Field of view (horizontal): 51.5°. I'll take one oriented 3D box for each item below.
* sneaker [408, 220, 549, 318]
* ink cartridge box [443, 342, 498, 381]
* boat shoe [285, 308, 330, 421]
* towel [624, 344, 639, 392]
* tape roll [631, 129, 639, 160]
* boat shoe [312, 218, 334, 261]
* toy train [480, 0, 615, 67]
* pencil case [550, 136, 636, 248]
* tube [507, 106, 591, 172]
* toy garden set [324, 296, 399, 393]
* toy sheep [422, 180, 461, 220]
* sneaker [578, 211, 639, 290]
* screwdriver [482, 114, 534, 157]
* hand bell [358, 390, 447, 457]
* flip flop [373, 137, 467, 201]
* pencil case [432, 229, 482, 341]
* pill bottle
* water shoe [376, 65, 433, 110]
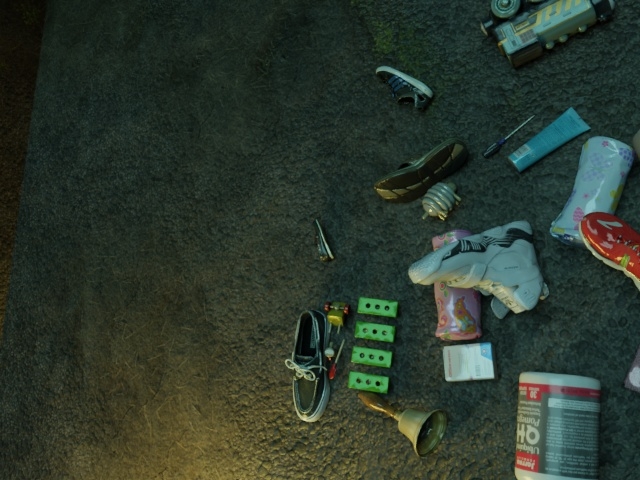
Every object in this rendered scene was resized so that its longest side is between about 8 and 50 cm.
[{"bbox_3d":[0.392,0.091,1.579,0.137,0.366,0.210,-38,71,61],"label":"sneaker"},{"bbox_3d":[0.376,0.307,1.666,0.123,0.052,0.088,-9,72,24],"label":"ink cartridge box"},{"bbox_3d":[-0.033,0.344,1.840,0.113,0.105,0.306,4,78,29],"label":"boat shoe"},{"bbox_3d":[0.841,0.261,1.389,0.329,0.037,0.237,19,78,43],"label":"towel"},{"bbox_3d":[0.821,-0.236,1.486,0.219,0.219,0.072,-25,65,20],"label":"tape roll"},{"bbox_3d":[-0.001,0.000,1.952,0.042,0.049,0.133,-23,71,12],"label":"boat shoe"},{"bbox_3d":[0.602,-0.604,1.762,0.334,0.142,0.190,-24,78,18],"label":"toy train"},{"bbox_3d":[0.657,-0.112,1.600,0.124,0.114,0.273,20,86,45],"label":"pencil case"},{"bbox_3d":[0.586,-0.257,1.718,0.207,0.052,0.080,-36,67,9],"label":"tube"},{"bbox_3d":[0.102,0.278,1.812,0.204,0.049,0.244,5,80,18],"label":"toy garden set"},{"bbox_3d":[0.321,-0.106,1.792,0.091,0.091,0.132,35,75,31],"label":"toy sheep"},{"bbox_3d":[0.702,0.025,1.461,0.279,0.118,0.107,43,83,16],"label":"sneaker"},{"bbox_3d":[0.504,-0.281,1.779,0.170,0.025,0.024,-41,61,13],"label":"screwdriver"},{"bbox_3d":[0.190,0.443,1.710,0.242,0.126,0.126,21,86,42],"label":"hand bell"},{"bbox_3d":[0.275,-0.201,1.840,0.277,0.112,0.080,-34,37,18],"label":"flip flop"},{"bbox_3d":[0.348,0.113,1.700,0.124,0.124,0.283,-8,72,26],"label":"pencil case"},{"bbox_3d":[0.525,0.459,1.472,0.176,0.176,0.318,0,76,28],"label":"pill bottle"},{"bbox_3d":[0.231,-0.445,1.941,0.203,0.073,0.080,33,95,31],"label":"water shoe"}]
